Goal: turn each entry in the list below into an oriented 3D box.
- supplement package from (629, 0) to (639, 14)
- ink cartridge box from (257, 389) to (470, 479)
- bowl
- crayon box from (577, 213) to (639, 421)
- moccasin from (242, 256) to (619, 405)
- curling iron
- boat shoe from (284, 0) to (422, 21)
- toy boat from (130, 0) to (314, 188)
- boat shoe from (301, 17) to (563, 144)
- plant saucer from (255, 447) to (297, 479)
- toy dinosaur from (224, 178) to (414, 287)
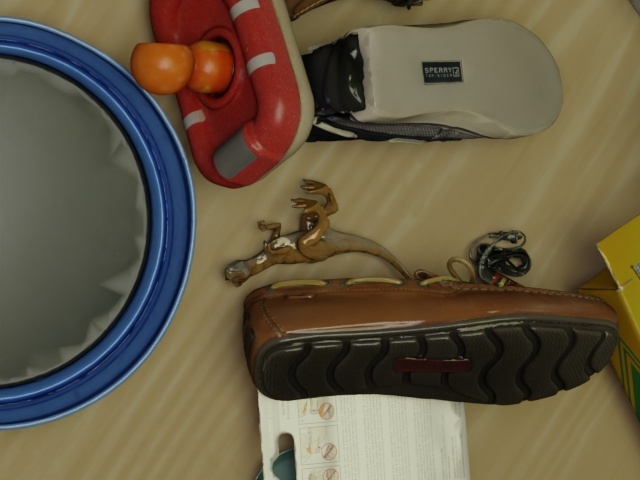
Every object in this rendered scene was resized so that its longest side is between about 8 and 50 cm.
[{"bbox_3d":[0.367,-0.317,1.917,0.105,0.105,0.179,-42,105,-12],"label":"supplement package"},{"bbox_3d":[0.043,0.225,1.861,0.225,0.056,0.181,-3,88,-15],"label":"ink cartridge box"},{"bbox_3d":[-0.315,-0.017,1.723,0.391,0.077,0.391,-1,94,-19],"label":"bowl"},{"bbox_3d":[0.412,0.096,1.953,0.202,0.081,0.318,-31,102,-25],"label":"crayon box"},{"bbox_3d":[0.111,0.088,1.823,0.380,0.147,0.139,-4,131,-3],"label":"moccasin"},{"bbox_3d":[0.273,0.076,1.945,0.274,0.035,0.068,36,82,-17],"label":"curling iron"},{"bbox_3d":[0.090,-0.286,1.824,0.307,0.111,0.104,-31,102,-14],"label":"boat shoe"},{"bbox_3d":[-0.113,-0.167,1.712,0.151,0.151,0.231,2,62,-41],"label":"toy boat"},{"bbox_3d":[0.091,-0.158,1.838,0.340,0.158,0.127,2,82,-46],"label":"boat shoe"},{"bbox_3d":[-0.019,0.270,1.866,0.119,0.021,0.119,-1,93,-18],"label":"plant saucer"},{"bbox_3d":[0.000,0.000,1.848,0.212,0.064,0.112,-5,121,-14],"label":"toy dinosaur"}]
